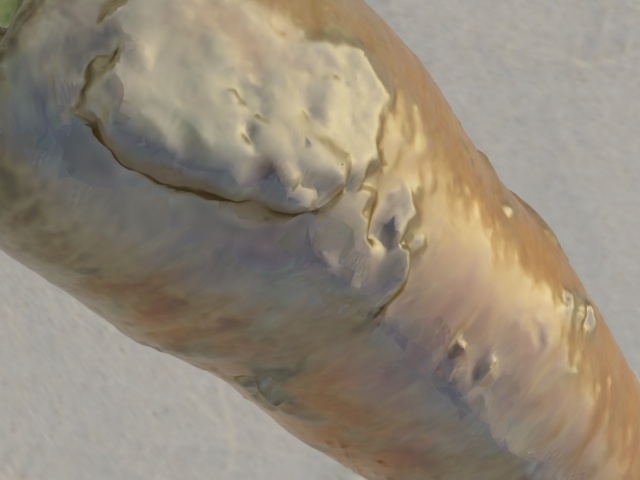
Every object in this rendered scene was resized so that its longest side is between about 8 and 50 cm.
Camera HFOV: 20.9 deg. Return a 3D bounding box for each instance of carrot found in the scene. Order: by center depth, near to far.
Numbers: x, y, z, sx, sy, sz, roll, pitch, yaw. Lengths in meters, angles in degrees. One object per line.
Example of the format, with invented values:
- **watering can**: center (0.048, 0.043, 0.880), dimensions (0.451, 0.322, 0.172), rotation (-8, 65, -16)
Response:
- **carrot**: center (0.000, 0.000, 0.581), dimensions (0.139, 0.138, 0.302), rotation (-51, 130, -4)
